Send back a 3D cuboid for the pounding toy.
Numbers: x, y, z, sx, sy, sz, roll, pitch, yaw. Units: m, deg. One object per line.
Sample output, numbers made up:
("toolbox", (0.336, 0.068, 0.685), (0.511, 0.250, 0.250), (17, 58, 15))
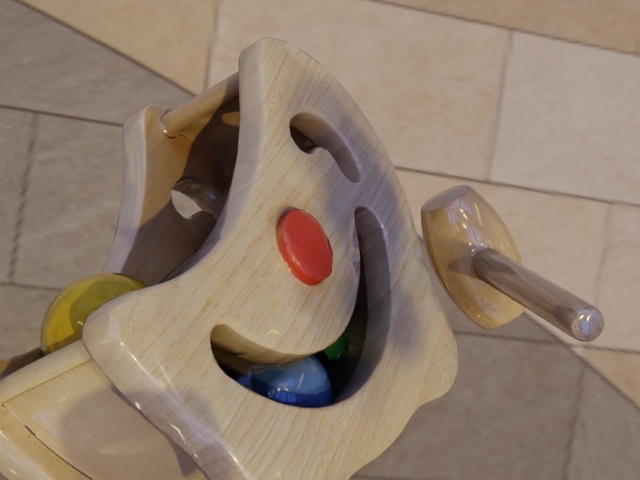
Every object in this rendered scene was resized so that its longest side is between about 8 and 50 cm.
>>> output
("pounding toy", (0.000, 0.000, 0.593), (0.154, 0.155, 0.269), (61, 31, -4))
